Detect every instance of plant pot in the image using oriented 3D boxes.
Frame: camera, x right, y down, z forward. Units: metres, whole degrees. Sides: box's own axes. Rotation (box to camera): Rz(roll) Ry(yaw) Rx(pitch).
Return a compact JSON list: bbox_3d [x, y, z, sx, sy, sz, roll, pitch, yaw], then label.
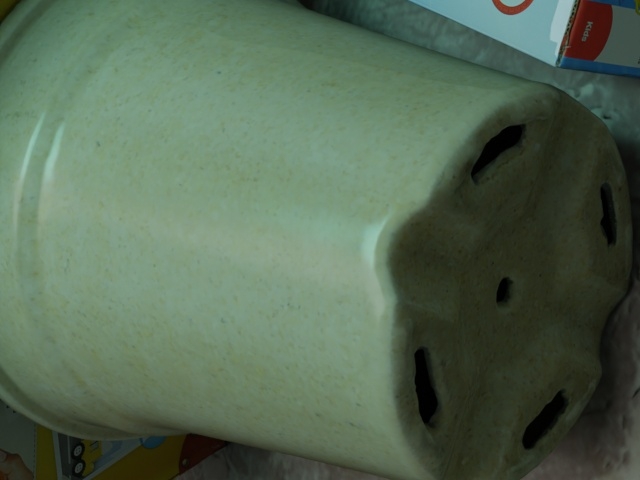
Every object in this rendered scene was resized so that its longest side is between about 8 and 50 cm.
[{"bbox_3d":[0.000,0.000,0.829,0.305,0.334,0.333,15,101,40],"label":"plant pot"}]

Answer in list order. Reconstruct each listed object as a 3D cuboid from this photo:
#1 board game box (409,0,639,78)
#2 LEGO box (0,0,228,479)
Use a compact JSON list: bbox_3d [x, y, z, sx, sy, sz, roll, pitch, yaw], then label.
[{"bbox_3d":[0.116,-0.287,0.838,0.308,0.086,0.302,37,118,47],"label":"board game box"},{"bbox_3d":[-0.249,-0.019,0.956,0.193,0.372,0.500,18,119,32],"label":"LEGO box"}]
